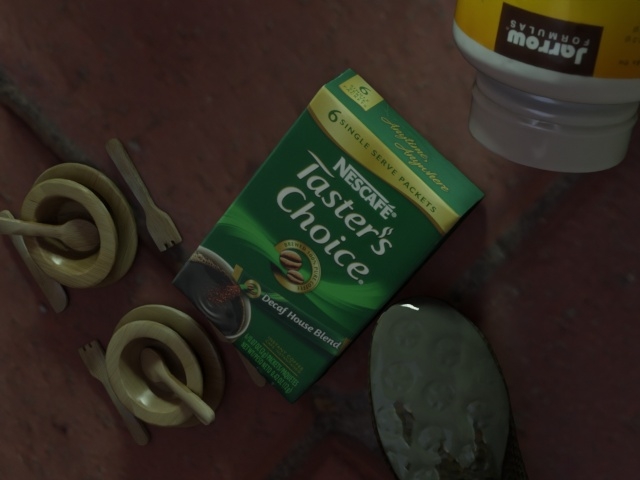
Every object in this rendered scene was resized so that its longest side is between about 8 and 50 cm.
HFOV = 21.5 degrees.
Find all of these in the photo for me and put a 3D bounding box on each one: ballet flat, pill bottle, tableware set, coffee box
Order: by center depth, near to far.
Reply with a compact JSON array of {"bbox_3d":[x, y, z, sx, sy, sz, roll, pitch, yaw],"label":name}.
[{"bbox_3d":[0.130,-0.146,0.821,0.117,0.117,0.215,19,118,21],"label":"pill bottle"},{"bbox_3d":[0.000,0.000,1.001,0.113,0.040,0.184,45,125,6],"label":"coffee box"},{"bbox_3d":[0.094,0.148,1.003,0.084,0.058,0.250,-24,96,5],"label":"ballet flat"},{"bbox_3d":[-0.135,0.042,1.095,0.128,0.039,0.194,-29,94,35],"label":"tableware set"}]
